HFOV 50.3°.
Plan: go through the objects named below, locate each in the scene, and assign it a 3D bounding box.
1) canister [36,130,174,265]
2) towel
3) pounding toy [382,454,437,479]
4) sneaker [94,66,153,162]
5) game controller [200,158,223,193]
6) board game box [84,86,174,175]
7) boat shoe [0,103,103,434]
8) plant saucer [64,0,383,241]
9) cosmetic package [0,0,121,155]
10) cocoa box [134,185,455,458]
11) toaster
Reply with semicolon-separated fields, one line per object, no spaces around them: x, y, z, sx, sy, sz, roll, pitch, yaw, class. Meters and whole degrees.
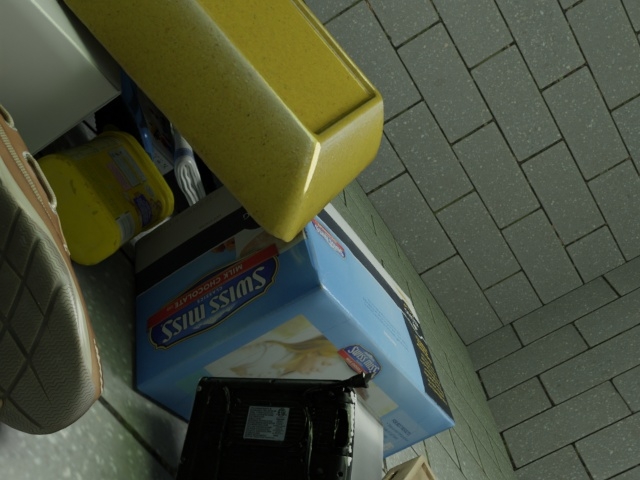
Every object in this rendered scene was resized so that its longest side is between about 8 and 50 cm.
-0.241;-0.052;0.756;0.126;0.073;0.170;57;14;-10;canister
-0.204;-0.143;1.046;0.209;0.034;0.284;80;-7;-52;towel
0.154;0.450;1.146;0.130;0.100;0.141;61;23;7;pounding toy
-0.247;-0.180;0.848;0.082;0.069;0.209;-54;131;-54;sneaker
-0.130;-0.049;1.068;0.319;0.067;0.166;72;12;-47;game controller
-0.303;-0.247;1.015;0.193;0.053;0.305;50;15;-42;board game box
-0.247;-0.011;0.525;0.324;0.123;0.116;62;10;7;boat shoe
-0.063;-0.197;0.733;0.332;0.081;0.333;49;30;-4;plant saucer
-0.353;-0.261;0.595;0.365;0.155;0.197;51;11;-39;cosmetic package
-0.027;0.115;0.833;0.347;0.232;0.227;48;18;-41;cocoa box
-0.031;0.213;0.614;0.110;0.186;0.167;52;40;-53;toaster
